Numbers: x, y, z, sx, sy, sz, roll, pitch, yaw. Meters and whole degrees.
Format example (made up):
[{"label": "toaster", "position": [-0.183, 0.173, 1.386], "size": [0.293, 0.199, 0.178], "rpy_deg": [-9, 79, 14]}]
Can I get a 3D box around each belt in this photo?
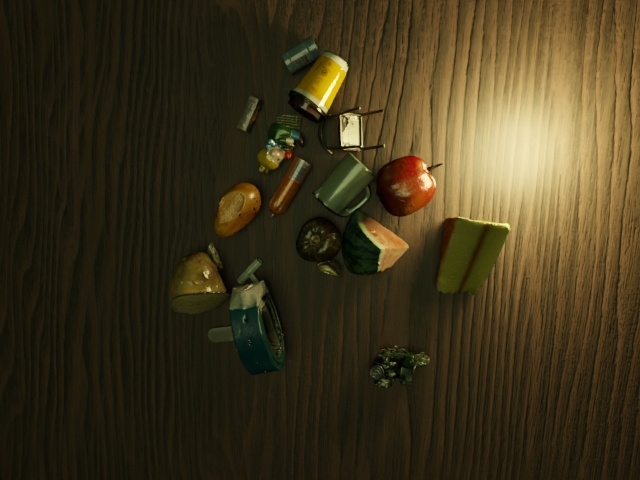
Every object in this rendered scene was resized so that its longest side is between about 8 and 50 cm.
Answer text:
[{"label": "belt", "position": [-0.287, 0.408, 1.922], "size": [0.173, 0.300, 0.437], "rpy_deg": [-16, 100, 9]}]

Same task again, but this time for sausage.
[{"label": "sausage", "position": [-0.154, -0.239, 1.926], "size": [0.093, 0.093, 0.312], "rpy_deg": [31, 100, 2]}]

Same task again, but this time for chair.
[{"label": "chair", "position": [0.136, -0.484, 1.831], "size": [0.272, 0.166, 0.188], "rpy_deg": [7, 103, 49]}]

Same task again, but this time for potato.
[{"label": "potato", "position": [-0.593, 0.190, 1.975], "size": [0.288, 0.300, 0.237], "rpy_deg": [-36, 59, 34]}]

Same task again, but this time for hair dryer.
[{"label": "hair dryer", "position": [-0.298, 0.201, 2.033], "size": [0.183, 0.044, 0.155], "rpy_deg": [43, 101, -5]}]

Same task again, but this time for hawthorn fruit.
[{"label": "hawthorn fruit", "position": [0.390, -0.251, 1.774], "size": [0.300, 0.254, 0.254], "rpy_deg": [-29, 94, 22]}]

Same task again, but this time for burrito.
[{"label": "burrito", "position": [-0.527, 0.083, 2.039], "size": [0.055, 0.041, 0.149], "rpy_deg": [-24, 91, -4]}]

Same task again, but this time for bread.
[{"label": "bread", "position": [0.650, 0.087, 1.803], "size": [0.233, 0.245, 0.362], "rpy_deg": [9, 95, 5]}]

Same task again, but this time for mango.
[{"label": "mango", "position": [-0.390, -0.137, 1.917], "size": [0.160, 0.191, 0.290], "rpy_deg": [39, 96, 7]}]

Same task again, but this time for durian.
[{"label": "durian", "position": [0.053, 0.125, 1.951], "size": [0.140, 0.110, 0.071], "rpy_deg": [27, 76, 1]}]

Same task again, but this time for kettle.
[{"label": "kettle", "position": [0.124, -0.234, 1.868], "size": [0.240, 0.165, 0.255], "rpy_deg": [35, 103, -28]}]

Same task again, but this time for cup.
[{"label": "cup", "position": [-0.006, -0.670, 1.810], "size": [0.196, 0.196, 0.280], "rpy_deg": [33, 91, 2]}]

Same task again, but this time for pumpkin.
[{"label": "pumpkin", "position": [0.000, 0.000, 1.915], "size": [0.219, 0.162, 0.219], "rpy_deg": [-5, 75, 20]}]

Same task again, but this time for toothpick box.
[{"label": "toothpick box", "position": [-0.084, -0.821, 1.833], "size": [0.153, 0.101, 0.101], "rpy_deg": [-27, 94, 11]}]

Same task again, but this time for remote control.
[{"label": "remote control", "position": [-0.452, 0.469, 2.093], "size": [0.245, 0.022, 0.077], "rpy_deg": [-7, 95, 7]}]

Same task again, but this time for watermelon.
[{"label": "watermelon", "position": [0.239, 0.000, 1.850], "size": [0.292, 0.283, 0.250], "rpy_deg": [-31, 120, -14]}]

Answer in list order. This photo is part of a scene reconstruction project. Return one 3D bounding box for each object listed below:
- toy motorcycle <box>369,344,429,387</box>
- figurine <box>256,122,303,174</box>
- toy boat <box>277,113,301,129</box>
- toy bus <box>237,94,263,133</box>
[{"label": "toy motorcycle", "position": [0.373, 0.609, 1.961], "size": [0.275, 0.127, 0.205], "rpy_deg": [6, 95, 9]}, {"label": "figurine", "position": [-0.186, -0.404, 1.901], "size": [0.185, 0.127, 0.234], "rpy_deg": [19, 90, -12]}, {"label": "toy boat", "position": [-0.145, -0.553, 1.919], "size": [0.115, 0.016, 0.063], "rpy_deg": [7, 99, 6]}, {"label": "toy bus", "position": [-0.325, -0.584, 1.909], "size": [0.057, 0.072, 0.172], "rpy_deg": [27, 99, 7]}]
